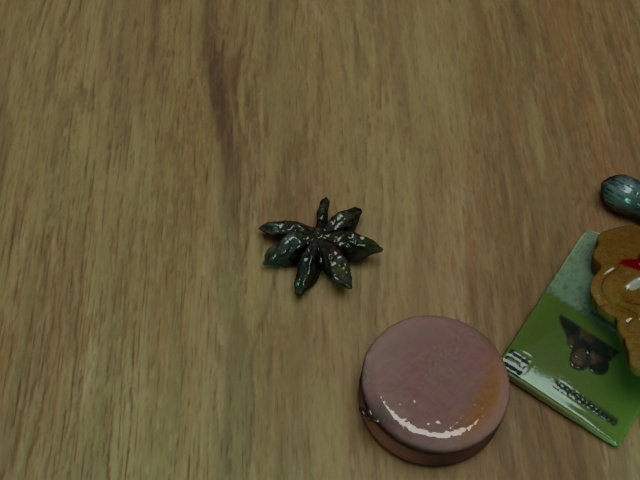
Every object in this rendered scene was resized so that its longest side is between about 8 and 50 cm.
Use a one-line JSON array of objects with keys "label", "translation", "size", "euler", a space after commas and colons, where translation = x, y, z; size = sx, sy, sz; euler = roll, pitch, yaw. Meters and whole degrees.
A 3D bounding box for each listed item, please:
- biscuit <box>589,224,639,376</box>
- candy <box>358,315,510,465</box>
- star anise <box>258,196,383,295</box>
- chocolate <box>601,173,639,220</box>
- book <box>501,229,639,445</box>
[{"label": "biscuit", "translation": [0.562, 0.093, 1.574], "size": [0.202, 0.047, 0.333], "euler": [-14, 43, 0]}, {"label": "candy", "translation": [0.176, 0.244, 1.521], "size": [0.255, 0.094, 0.255], "euler": [1, 58, -2]}, {"label": "star anise", "translation": [0.003, 0.014, 1.673], "size": [0.212, 0.073, 0.197], "euler": [-23, 59, -13]}, {"label": "chocolate", "translation": [0.601, -0.069, 1.753], "size": [0.167, 0.072, 0.072], "euler": [32, 62, 14]}, {"label": "book", "translation": [0.489, 0.155, 1.627], "size": [0.239, 0.035, 0.352], "euler": [33, 61, 16]}]
